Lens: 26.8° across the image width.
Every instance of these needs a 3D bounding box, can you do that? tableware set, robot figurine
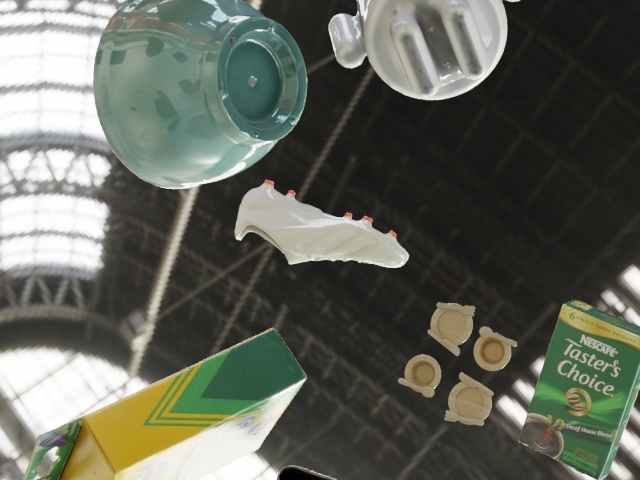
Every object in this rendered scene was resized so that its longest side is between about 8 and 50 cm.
[{"bbox_3d":[0.204,0.180,1.968,0.141,0.169,0.020,26,4,21],"label":"tableware set"},{"bbox_3d":[0.156,-0.334,1.930,0.353,0.299,0.200,-96,167,-60],"label":"robot figurine"}]

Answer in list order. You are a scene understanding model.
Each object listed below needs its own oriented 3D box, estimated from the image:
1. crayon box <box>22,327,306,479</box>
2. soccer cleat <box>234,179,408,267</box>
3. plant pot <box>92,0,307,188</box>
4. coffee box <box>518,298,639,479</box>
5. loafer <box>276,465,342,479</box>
[{"bbox_3d":[-0.190,0.240,1.596,0.083,0.323,0.203,55,-34,18],"label":"crayon box"},{"bbox_3d":[0.000,0.000,1.489,0.196,0.076,0.068,21,-15,7],"label":"soccer cleat"},{"bbox_3d":[-0.144,-0.219,1.892,0.196,0.293,0.293,2,-57,44],"label":"plant pot"},{"bbox_3d":[0.309,0.172,1.563,0.113,0.040,0.184,25,-72,28],"label":"coffee box"},{"bbox_3d":[0.009,0.343,1.674,0.095,0.109,0.302,63,-19,-6],"label":"loafer"}]
